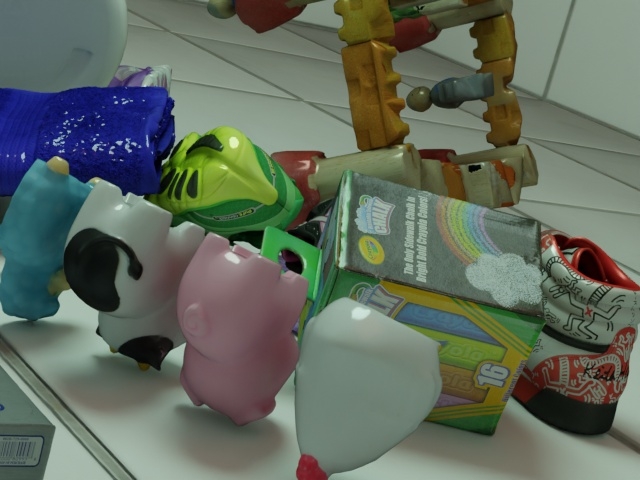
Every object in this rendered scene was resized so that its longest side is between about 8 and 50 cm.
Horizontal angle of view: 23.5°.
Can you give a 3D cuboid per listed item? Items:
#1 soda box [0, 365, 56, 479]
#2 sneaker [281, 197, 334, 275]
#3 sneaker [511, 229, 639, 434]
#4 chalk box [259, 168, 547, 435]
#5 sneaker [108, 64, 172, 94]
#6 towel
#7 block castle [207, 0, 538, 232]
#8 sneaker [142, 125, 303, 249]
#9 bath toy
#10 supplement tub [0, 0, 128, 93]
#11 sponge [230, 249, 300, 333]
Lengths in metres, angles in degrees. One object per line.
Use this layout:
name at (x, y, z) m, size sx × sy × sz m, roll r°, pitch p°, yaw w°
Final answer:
soda box at (-0.280, 0.105, 0.730) m, size 0.286 × 0.091 × 0.098 m, roll 6°, pitch 16°, yaw -35°
sneaker at (0.000, 0.000, 1.393) m, size 0.077 × 0.072 × 0.178 m, roll 1°, pitch 10°, yaw -10°
sneaker at (0.169, 0.050, 1.343) m, size 0.090 × 0.145 × 0.270 m, roll 4°, pitch 17°, yaw -40°
chalk box at (0.053, 0.044, 1.199) m, size 0.213 × 0.132 × 0.132 m, roll 14°, pitch 37°, yaw -5°
sneaker at (-0.244, -0.177, 1.940) m, size 0.104 × 0.095 × 0.236 m, roll 7°, pitch 9°, yaw -5°
towel at (-0.288, -0.095, 1.392) m, size 0.308 × 0.076 × 0.227 m, roll -2°, pitch 15°, yaw -2°
block castle at (0.067, -0.166, 1.740) m, size 0.213 × 0.303 × 0.453 m, roll -10°, pitch -1°, yaw 27°
sneaker at (-0.095, -0.036, 1.459) m, size 0.123 × 0.109 × 0.295 m, roll 35°, pitch -7°, yaw -14°
bath toy at (-0.075, 0.063, 1.066) m, size 0.348 × 0.129 × 0.151 m, roll 24°, pitch -3°, yaw 31°
supplement tub at (-0.356, -0.278, 1.613) m, size 0.241 × 0.241 × 0.331 m, roll 8°, pitch 28°, yaw -30°
sponge at (0.007, 0.058, 1.372) m, size 0.117 × 0.031 × 0.210 m, roll 6°, pitch 17°, yaw -36°
